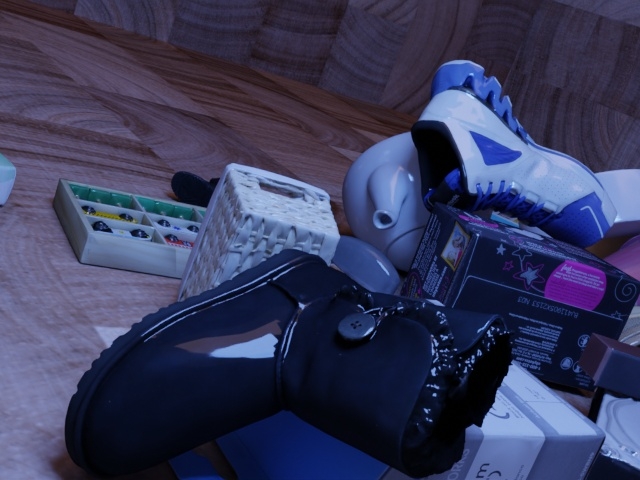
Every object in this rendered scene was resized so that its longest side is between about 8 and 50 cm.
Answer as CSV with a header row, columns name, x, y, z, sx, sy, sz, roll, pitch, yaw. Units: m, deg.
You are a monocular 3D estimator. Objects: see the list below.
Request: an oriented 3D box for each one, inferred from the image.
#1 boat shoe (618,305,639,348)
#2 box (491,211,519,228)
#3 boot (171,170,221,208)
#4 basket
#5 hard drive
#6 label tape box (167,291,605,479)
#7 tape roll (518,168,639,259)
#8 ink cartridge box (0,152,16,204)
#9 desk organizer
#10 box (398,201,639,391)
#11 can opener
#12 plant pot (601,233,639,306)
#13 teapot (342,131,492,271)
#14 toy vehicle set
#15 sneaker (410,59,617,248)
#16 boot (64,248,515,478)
name,x,y,z,sx,sy,sz,roll,pitch,yaw
boat shoe,0.528,0.139,1.139,0.341,0.121,0.110,-13,22,5
box,0.387,-0.023,1.757,0.244,0.060,0.100,27,17,17
boot,-0.158,-0.073,1.234,0.121,0.045,0.099,27,17,-8
basket,-0.061,0.028,0.816,0.113,0.167,0.103,15,23,-22
hard drive,0.405,0.242,0.900,0.237,0.064,0.339,27,16,19
label tape box,0.035,0.133,0.692,0.334,0.106,0.240,10,19,-37
tape roll,0.510,-0.020,1.521,0.286,0.286,0.100,10,61,-35
ink cartridge box,-0.475,-0.104,0.906,0.225,0.056,0.181,7,21,-46
desk organizer,0.364,0.150,0.947,0.130,0.047,0.050,18,14,-14
box,0.246,0.073,1.064,0.247,0.163,0.142,16,14,-18
can opener,0.000,0.000,1.098,0.076,0.095,0.283,8,28,-49
plant pot,0.524,0.089,1.362,0.180,0.201,0.201,-8,30,-31
teapot,0.161,-0.032,1.270,0.256,0.252,0.187,-4,61,-15
toy vehicle set,-0.172,-0.004,1.001,0.267,0.035,0.166,11,18,-33
sneaker,0.232,-0.076,1.131,0.315,0.182,0.127,43,-30,-6
boot,-0.016,0.098,0.546,0.207,0.094,0.246,18,40,43
